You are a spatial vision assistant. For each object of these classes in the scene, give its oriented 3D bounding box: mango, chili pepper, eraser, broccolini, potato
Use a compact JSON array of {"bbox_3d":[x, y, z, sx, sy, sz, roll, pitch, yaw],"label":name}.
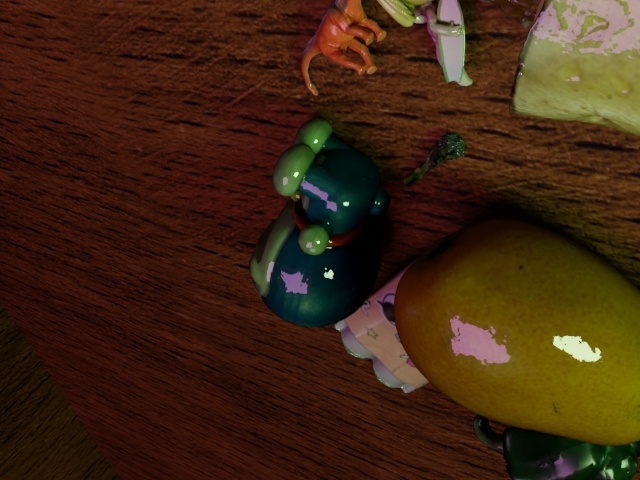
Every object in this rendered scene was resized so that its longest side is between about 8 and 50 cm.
[{"bbox_3d":[0.276,0.122,1.204,0.378,0.221,0.264,30,132,0],"label":"mango"},{"bbox_3d":[0.335,0.282,1.388,0.165,0.174,0.261,26,154,-23],"label":"chili pepper"},{"bbox_3d":[0.150,0.128,1.470,0.171,0.087,0.290,44,148,-1],"label":"eraser"},{"bbox_3d":[0.148,-0.100,1.261,0.035,0.030,0.140,10,158,-16],"label":"broccolini"},{"bbox_3d":[0.293,-0.194,0.810,0.242,0.242,0.285,31,128,18],"label":"potato"}]

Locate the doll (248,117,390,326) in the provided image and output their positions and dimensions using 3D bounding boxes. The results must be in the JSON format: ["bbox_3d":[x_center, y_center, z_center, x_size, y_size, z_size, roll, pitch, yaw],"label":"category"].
[{"bbox_3d":[0.000,-0.001,1.381,0.186,0.198,0.322,23,136,7],"label":"doll"}]

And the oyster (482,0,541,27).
[{"bbox_3d":[0.189,-0.274,0.992,0.121,0.045,0.146,-19,115,40],"label":"oyster"}]

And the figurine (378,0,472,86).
[{"bbox_3d":[0.117,-0.244,1.066,0.083,0.083,0.187,9,143,42],"label":"figurine"}]

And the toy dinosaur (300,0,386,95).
[{"bbox_3d":[0.027,-0.243,1.190,0.101,0.055,0.279,46,151,12],"label":"toy dinosaur"}]
